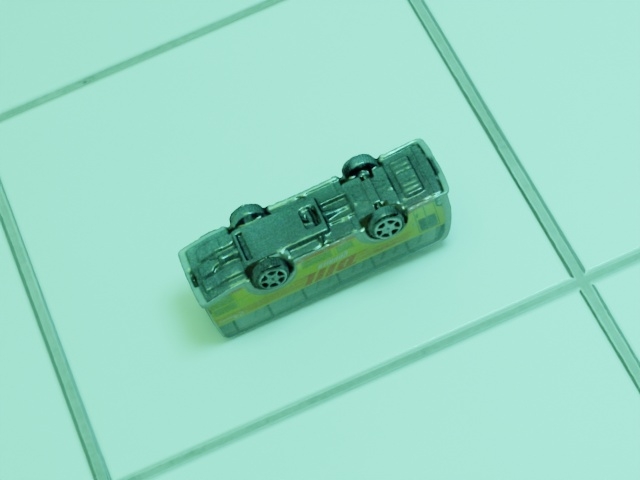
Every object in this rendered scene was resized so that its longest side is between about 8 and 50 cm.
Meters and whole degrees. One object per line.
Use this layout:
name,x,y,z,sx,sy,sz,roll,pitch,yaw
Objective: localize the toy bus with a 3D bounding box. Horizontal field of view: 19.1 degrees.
toy bus,0.000,0.000,1.870,0.268,0.106,0.092,-25,54,-2
